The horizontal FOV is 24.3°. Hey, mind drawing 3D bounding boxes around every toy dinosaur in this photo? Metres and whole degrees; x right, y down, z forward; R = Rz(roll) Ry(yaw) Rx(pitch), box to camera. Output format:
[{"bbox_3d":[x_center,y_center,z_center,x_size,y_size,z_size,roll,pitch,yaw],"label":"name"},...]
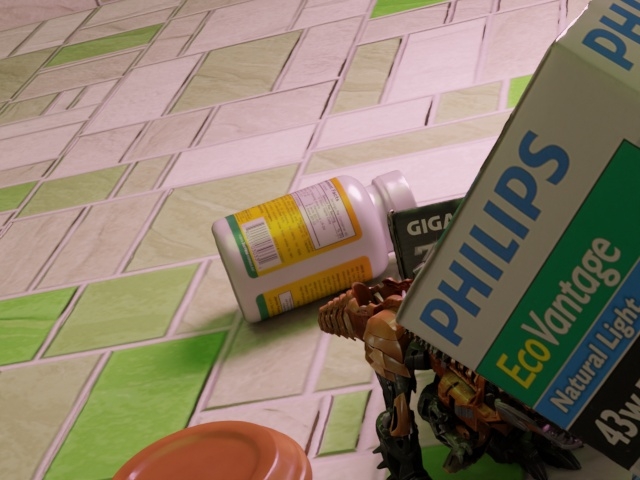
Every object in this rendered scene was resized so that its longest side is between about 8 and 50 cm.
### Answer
[{"bbox_3d":[0.103,0.099,1.148,0.164,0.218,0.322,-21,24,-4],"label":"toy dinosaur"}]

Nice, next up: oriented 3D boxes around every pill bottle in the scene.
[{"bbox_3d":[0.000,0.000,1.565,0.208,0.118,0.117,-21,24,-5],"label":"pill bottle"}]

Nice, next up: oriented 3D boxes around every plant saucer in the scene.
[{"bbox_3d":[-0.107,0.214,1.273,0.199,0.037,0.200,-15,23,7],"label":"plant saucer"}]

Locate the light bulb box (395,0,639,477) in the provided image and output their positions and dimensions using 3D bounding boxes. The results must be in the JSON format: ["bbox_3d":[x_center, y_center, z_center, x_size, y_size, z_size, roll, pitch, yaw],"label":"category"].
[{"bbox_3d":[0.299,-0.018,0.892,0.361,0.225,0.358,32,42,7],"label":"light bulb box"}]

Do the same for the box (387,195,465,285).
[{"bbox_3d":[0.223,-0.012,1.323,0.295,0.073,0.293,-14,-9,9],"label":"box"}]

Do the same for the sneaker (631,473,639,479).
[{"bbox_3d":[0.246,0.176,1.015,0.107,0.110,0.275,-12,25,15],"label":"sneaker"}]
